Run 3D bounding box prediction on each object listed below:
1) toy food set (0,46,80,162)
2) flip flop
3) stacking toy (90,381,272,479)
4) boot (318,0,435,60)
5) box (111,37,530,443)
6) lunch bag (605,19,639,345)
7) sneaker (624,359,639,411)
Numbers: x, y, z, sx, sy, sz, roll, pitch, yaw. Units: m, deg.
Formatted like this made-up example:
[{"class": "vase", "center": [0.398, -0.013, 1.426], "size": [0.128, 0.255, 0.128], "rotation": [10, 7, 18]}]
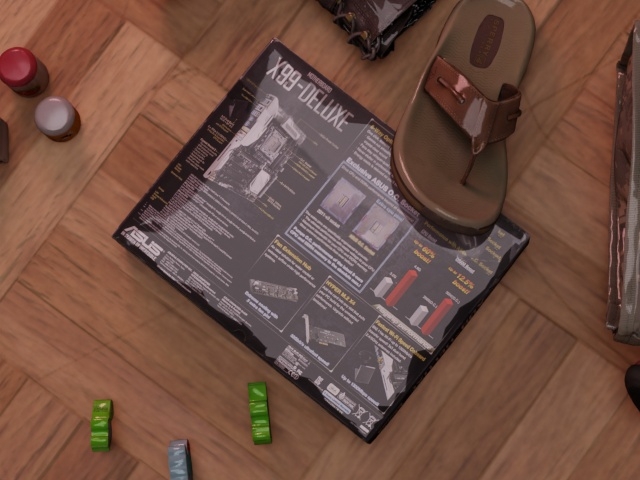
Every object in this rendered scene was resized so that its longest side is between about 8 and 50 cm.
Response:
[{"class": "toy food set", "center": [-0.351, -0.135, 1.521], "size": [0.232, 0.104, 0.111], "rotation": [-1, 82, 4]}, {"class": "flip flop", "center": [0.141, -0.129, 1.457], "size": [0.112, 0.080, 0.277], "rotation": [23, 60, -4]}, {"class": "stacking toy", "center": [-0.124, 0.247, 1.486], "size": [0.167, 0.052, 0.221], "rotation": [-4, 80, 2]}, {"class": "boot", "center": [-0.015, -0.259, 1.522], "size": [0.263, 0.091, 0.229], "rotation": [-39, 81, -4]}, {"class": "box", "center": [0.000, 0.000, 1.494], "size": [0.307, 0.076, 0.242], "rotation": [38, 86, 7]}, {"class": "lunch bag", "center": [0.377, -0.031, 1.428], "size": [0.235, 0.169, 0.287], "rotation": [4, 78, 4]}, {"class": "sneaker", "center": [0.427, 0.143, 1.444], "size": [0.314, 0.116, 0.136], "rotation": [18, 74, -1]}]
